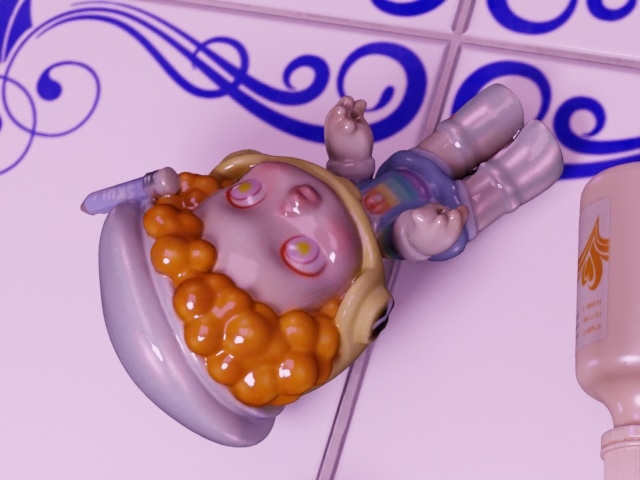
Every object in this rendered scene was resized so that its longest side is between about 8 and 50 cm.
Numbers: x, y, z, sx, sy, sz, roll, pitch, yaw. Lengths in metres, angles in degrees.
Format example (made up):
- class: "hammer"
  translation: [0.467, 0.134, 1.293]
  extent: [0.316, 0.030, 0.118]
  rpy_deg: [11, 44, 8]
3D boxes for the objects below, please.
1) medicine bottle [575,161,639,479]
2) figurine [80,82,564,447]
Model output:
- class: "medicine bottle"
  translation: [0.244, 0.074, 1.457]
  extent: [0.114, 0.114, 0.252]
  rpy_deg: [-2, 67, 15]
- class: "figurine"
  translation: [0.019, 0.022, 1.526]
  extent: [0.382, 0.205, 0.224]
  rpy_deg: [-17, 59, -13]
